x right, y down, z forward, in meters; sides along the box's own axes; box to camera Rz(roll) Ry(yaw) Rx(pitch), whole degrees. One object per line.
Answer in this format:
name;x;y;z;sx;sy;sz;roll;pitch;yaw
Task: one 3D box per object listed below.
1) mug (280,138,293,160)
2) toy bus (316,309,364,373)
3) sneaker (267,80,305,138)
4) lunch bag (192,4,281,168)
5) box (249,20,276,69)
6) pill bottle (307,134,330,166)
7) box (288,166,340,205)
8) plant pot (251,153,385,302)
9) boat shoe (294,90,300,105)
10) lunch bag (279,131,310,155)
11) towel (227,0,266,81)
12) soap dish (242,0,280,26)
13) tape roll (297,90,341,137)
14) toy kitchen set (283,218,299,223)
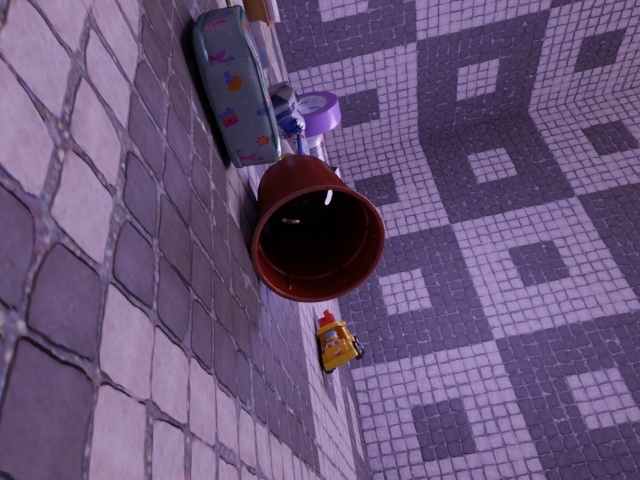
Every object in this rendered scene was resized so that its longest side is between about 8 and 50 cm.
mug;-0.143;-0.332;1.812;0.062;0.078;0.064;-9;76;-54
toy bus;0.051;0.355;1.797;0.212;0.149;0.220;65;4;8
sneaker;-0.116;-0.442;1.747;0.316;0.127;0.182;-99;164;-60
lunch bag;-0.154;-0.287;0.943;0.224;0.107;0.279;-106;-177;-53
box;-0.181;-0.497;1.281;0.203;0.103;0.114;-94;170;-68
pill bottle;-0.062;-0.431;2.352;0.176;0.176;0.319;-99;175;-48
box;-0.011;-0.130;1.638;0.207;0.108;0.153;-60;145;-43
plant pot;-0.029;-0.050;1.090;0.265;0.272;0.273;-113;-173;-57
boat shoe;-0.152;-0.612;2.094;0.319;0.116;0.099;-87;168;-59
lunch bag;-0.090;-0.302;2.023;0.303;0.114;0.243;70;10;-57
towel;-0.232;-0.644;1.541;0.248;0.038;0.325;-92;169;-68
soap dish;-0.230;-0.889;1.792;0.291;0.118;0.229;-94;170;-67
tape roll;-0.051;-0.551;2.158;0.275;0.274;0.090;-98;175;-52
toy kitchen set;-0.098;-0.063;1.355;0.075;0.068;0.083;71;7;-63
